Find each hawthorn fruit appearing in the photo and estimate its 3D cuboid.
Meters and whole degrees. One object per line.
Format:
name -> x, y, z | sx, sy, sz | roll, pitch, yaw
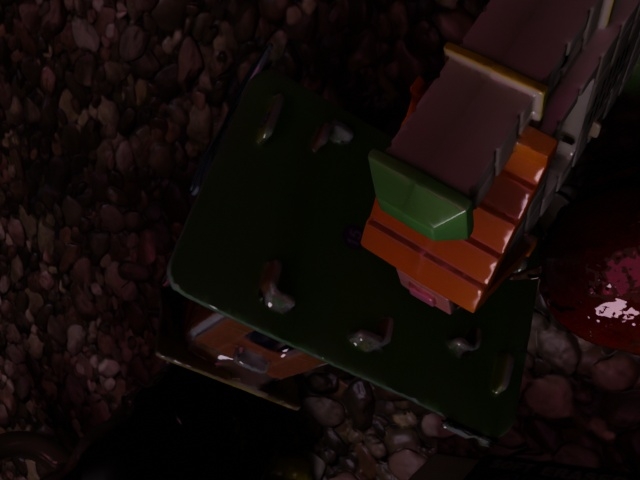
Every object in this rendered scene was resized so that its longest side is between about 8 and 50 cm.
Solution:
hawthorn fruit -> 0.229, 0.018, 0.524 | 0.172, 0.148, 0.148 | -6, 98, 16

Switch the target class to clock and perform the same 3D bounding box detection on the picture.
clock -> 0.125, -0.084, 0.465 | 0.106, 0.220, 0.255 | 32, 80, 21

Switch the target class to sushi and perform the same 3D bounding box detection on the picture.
sushi -> -0.150, 0.306, 0.757 | 0.285, 0.328, 0.328 | 44, 107, 1

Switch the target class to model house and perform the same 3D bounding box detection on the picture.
model house -> 0.000, 0.000, 0.695 | 0.300, 0.340, 0.323 | 27, 151, -18

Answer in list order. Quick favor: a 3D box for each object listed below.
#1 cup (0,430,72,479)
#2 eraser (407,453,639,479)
cup -> -0.382, 0.392, 0.974 | 0.255, 0.202, 0.173 | 18, 110, 28
eraser -> 0.207, 0.258, 0.614 | 0.279, 0.124, 0.081 | -3, 99, 33
